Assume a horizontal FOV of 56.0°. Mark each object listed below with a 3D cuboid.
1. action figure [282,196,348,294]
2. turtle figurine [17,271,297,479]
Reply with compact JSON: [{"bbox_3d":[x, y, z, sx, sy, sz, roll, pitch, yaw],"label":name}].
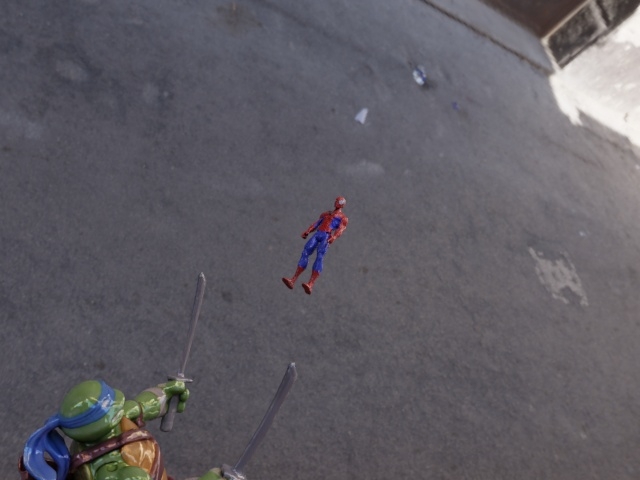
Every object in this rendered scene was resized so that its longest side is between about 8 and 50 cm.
[{"bbox_3d":[0.000,0.000,0.630,0.115,0.038,0.030,-62,145,-28],"label":"action figure"},{"bbox_3d":[-0.123,0.221,0.595,0.275,0.198,0.266,-38,131,-45],"label":"turtle figurine"}]
